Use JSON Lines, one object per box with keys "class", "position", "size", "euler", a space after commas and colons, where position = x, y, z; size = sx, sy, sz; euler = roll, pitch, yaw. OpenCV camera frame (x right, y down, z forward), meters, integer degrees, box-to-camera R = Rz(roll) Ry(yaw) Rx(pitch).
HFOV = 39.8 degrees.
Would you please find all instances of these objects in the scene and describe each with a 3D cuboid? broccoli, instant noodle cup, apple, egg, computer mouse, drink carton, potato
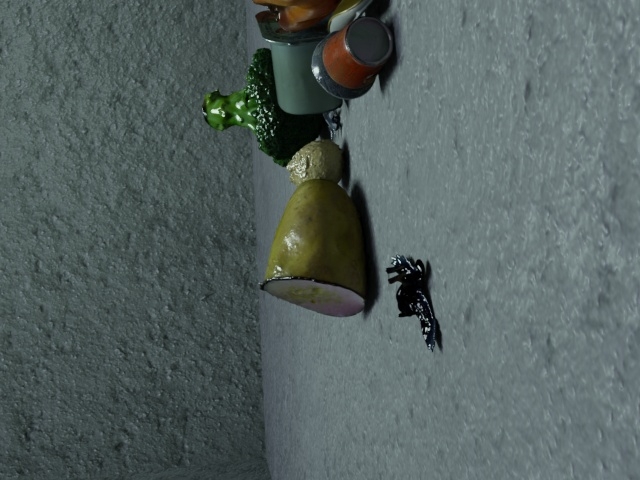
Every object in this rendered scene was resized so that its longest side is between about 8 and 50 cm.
{"class": "broccoli", "position": [-0.122, -0.316, 2.129], "size": [0.297, 0.297, 0.297], "euler": [4, -95, -63]}
{"class": "instant noodle cup", "position": [0.063, -0.321, 1.520], "size": [0.136, 0.127, 0.127], "euler": [155, 111, -71]}
{"class": "apple", "position": [-0.021, -0.537, 1.648], "size": [0.293, 0.163, 0.251], "euler": [8, -98, -59]}
{"class": "egg", "position": [-0.007, -0.159, 1.938], "size": [0.140, 0.118, 0.116], "euler": [-56, 3, 37]}
{"class": "computer mouse", "position": [0.061, -0.417, 1.567], "size": [0.045, 0.102, 0.199], "euler": [42, 174, -7]}
{"class": "drink carton", "position": [-0.034, -0.375, 1.852], "size": [0.191, 0.185, 0.189], "euler": [-111, 17, -53]}
{"class": "potato", "position": [0.000, 0.000, 1.820], "size": [0.229, 0.229, 0.266], "euler": [112, 167, -69]}

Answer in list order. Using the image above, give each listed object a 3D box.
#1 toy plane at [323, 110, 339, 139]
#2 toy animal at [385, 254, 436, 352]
{"class": "toy plane", "position": [0.025, -0.268, 1.975], "size": [0.083, 0.031, 0.078], "euler": [-105, 14, -46]}
{"class": "toy animal", "position": [0.143, 0.081, 1.398], "size": [0.220, 0.062, 0.108], "euler": [-109, -1, -52]}
